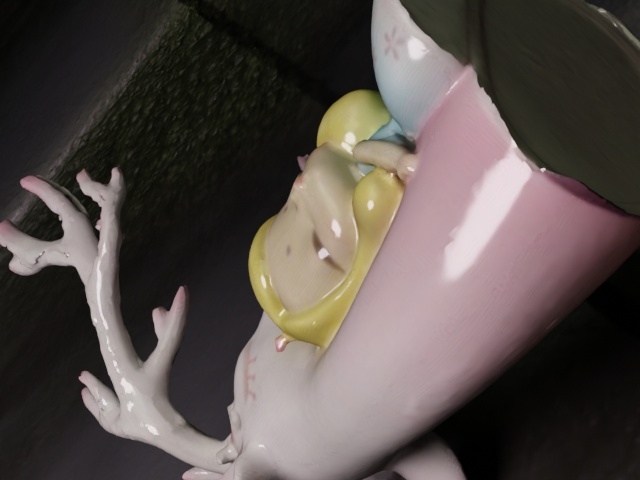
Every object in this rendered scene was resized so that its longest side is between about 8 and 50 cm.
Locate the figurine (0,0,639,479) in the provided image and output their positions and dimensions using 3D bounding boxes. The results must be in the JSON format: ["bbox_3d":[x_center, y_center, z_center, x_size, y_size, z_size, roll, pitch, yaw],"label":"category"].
[{"bbox_3d":[0.012,0.006,0.657,0.316,0.206,0.284,-53,43,29],"label":"figurine"}]
